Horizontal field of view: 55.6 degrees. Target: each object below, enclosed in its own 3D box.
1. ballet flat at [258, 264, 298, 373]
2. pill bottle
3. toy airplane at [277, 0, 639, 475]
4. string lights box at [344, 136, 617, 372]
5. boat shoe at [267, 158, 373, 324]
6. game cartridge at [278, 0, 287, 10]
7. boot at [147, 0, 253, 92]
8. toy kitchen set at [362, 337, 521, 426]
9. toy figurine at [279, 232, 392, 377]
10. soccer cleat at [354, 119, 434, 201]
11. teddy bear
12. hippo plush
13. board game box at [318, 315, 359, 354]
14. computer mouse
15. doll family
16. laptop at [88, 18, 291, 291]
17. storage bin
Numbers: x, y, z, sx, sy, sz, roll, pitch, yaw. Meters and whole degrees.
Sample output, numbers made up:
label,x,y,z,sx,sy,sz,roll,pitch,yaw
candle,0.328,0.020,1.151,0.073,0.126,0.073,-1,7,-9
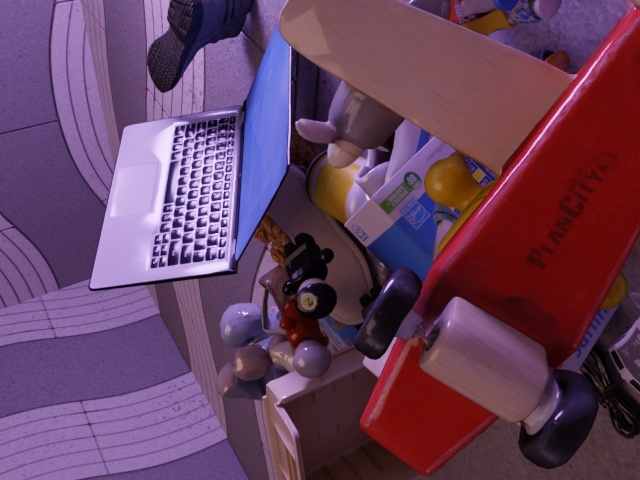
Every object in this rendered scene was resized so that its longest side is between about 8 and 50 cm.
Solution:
label,x,y,z,sx,sy,sz,roll,pitch,yaw
ballet flat,-0.061,0.197,1.274,0.107,0.106,0.315,74,177,-58
pill bottle,0.062,-0.067,0.898,0.184,0.103,0.103,35,139,51
toy airplane,0.184,-0.050,0.464,0.272,0.385,0.385,22,-126,-83
string lights box,0.167,0.025,0.632,0.260,0.133,0.077,45,152,1
boat shoe,0.000,0.000,1.058,0.324,0.117,0.096,58,-167,-18
game cartridge,-0.033,-0.471,0.842,0.196,0.060,0.294,16,123,56
boot,-0.219,-0.376,1.138,0.083,0.161,0.246,56,139,7
toy kitchen set,0.193,0.146,0.719,0.166,0.207,0.122,34,103,50
toy figurine,0.044,0.097,0.929,0.148,0.210,0.212,-110,20,-50
soccer cleat,0.119,-0.043,0.757,0.116,0.143,0.331,-17,94,65
teddy bear,-0.089,-0.073,1.192,0.245,0.113,0.338,61,154,12
hippo plush,-0.114,0.249,1.448,0.294,0.234,0.236,36,-155,-43
board game box,0.052,0.224,1.175,0.160,0.039,0.211,44,156,43
computer mouse,0.324,0.121,0.597,0.106,0.042,0.193,62,160,26
doll family,0.170,-0.183,0.619,0.163,0.118,0.262,11,137,54
laptop,-0.217,-0.156,1.004,0.236,0.408,0.381,69,-164,-54
storage bin,0.056,0.315,1.021,0.123,0.262,0.260,39,142,51
